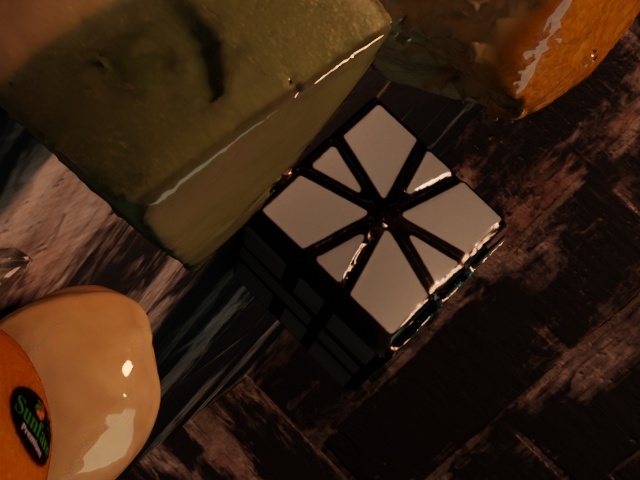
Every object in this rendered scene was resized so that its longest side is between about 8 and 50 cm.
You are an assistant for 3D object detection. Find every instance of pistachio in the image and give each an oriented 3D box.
[{"bbox_3d":[-0.265,0.157,0.855,0.299,0.187,0.187,-38,173,-2],"label":"pistachio"}]

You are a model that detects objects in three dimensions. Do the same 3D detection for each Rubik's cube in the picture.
[{"bbox_3d":[0.064,0.016,1.487,0.288,0.293,0.283,-45,171,-21],"label":"Rubik's cube"}]

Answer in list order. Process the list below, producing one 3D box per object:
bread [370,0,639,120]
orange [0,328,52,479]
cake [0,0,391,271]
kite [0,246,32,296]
[{"bbox_3d":[0.139,-0.217,0.773,0.250,0.225,0.279,-52,164,1],"label":"bread"},{"bbox_3d":[-0.258,0.125,0.587,0.206,0.206,0.206,-45,173,-7],"label":"orange"},{"bbox_3d":[-0.119,-0.053,0.543,0.172,0.158,0.283,-39,174,-38],"label":"cake"},{"bbox_3d":[-0.318,0.095,0.767,0.245,0.015,0.141,-49,172,2],"label":"kite"}]
